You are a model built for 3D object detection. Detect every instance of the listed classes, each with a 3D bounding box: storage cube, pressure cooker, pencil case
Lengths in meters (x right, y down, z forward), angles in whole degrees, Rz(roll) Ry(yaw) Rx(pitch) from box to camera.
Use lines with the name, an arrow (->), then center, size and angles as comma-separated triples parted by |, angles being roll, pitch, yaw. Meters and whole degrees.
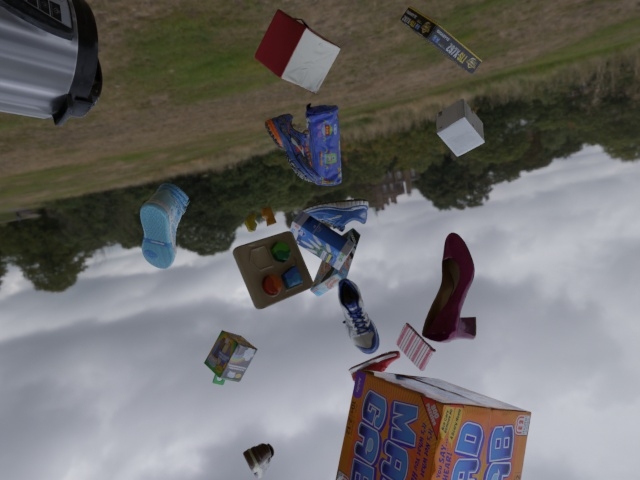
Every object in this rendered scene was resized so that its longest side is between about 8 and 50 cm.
storage cube -> -0.083, -0.665, 1.723 | 0.183, 0.215, 0.193 | 9, -151, -47
pressure cooker -> -0.795, -0.519, 1.282 | 0.375, 0.370, 0.420 | 22, -167, 36
pencil case -> 0.012, -0.356, 1.815 | 0.133, 0.306, 0.119 | -18, -152, -26

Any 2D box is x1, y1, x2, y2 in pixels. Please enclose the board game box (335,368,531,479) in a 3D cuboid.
board game box -> 0.309, 0.597, 1.371 | 0.356, 0.356, 0.356 | 16, 173, -31

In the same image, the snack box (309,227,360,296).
snack box -> 0.071, 0.098, 2.221 | 0.187, 0.060, 0.322 | -36, -159, 38

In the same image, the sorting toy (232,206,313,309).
sorting toy -> -0.164, 0.045, 1.568 | 0.229, 0.307, 0.041 | -20, 174, -37

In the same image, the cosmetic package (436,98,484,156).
cosmetic package -> 0.664, -0.535, 2.304 | 0.151, 0.183, 0.151 | -26, -141, 36

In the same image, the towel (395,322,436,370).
towel -> 0.447, 0.503, 2.295 | 0.029, 0.144, 0.197 | -9, -138, -39

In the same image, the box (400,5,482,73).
box -> 0.533, -0.881, 2.137 | 0.322, 0.079, 0.257 | 20, -150, -35

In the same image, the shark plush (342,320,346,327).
shark plush -> 0.130, 0.335, 1.974 | 0.067, 0.073, 0.161 | -51, 172, 9

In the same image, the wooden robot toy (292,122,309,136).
wooden robot toy -> -0.074, -0.368, 1.670 | 0.079, 0.076, 0.173 | -38, 171, -16

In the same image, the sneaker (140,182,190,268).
sneaker -> -0.532, -0.060, 1.704 | 0.127, 0.319, 0.208 | 18, -136, -2

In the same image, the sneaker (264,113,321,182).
sneaker -> -0.061, -0.256, 1.339 | 0.087, 0.221, 0.083 | -35, -171, -4

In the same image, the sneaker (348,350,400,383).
sneaker -> 0.233, 0.528, 1.929 | 0.221, 0.128, 0.087 | -26, 167, 15

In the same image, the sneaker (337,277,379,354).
sneaker -> 0.125, 0.279, 1.797 | 0.112, 0.296, 0.131 | -26, 156, 4

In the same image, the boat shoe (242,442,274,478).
boat shoe -> -0.196, 0.734, 1.632 | 0.095, 0.095, 0.257 | -28, 160, -18

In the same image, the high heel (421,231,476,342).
high heel -> 0.410, 0.146, 1.604 | 0.181, 0.377, 0.127 | 5, 157, -18

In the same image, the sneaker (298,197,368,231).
sneaker -> 0.057, -0.106, 2.217 | 0.330, 0.147, 0.130 | -5, -172, 5

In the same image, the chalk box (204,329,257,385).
chalk box -> -0.400, 0.522, 2.101 | 0.132, 0.213, 0.132 | 27, 176, 41

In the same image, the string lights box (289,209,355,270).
string lights box -> 0.000, 0.000, 1.990 | 0.077, 0.259, 0.133 | -54, 173, -32
